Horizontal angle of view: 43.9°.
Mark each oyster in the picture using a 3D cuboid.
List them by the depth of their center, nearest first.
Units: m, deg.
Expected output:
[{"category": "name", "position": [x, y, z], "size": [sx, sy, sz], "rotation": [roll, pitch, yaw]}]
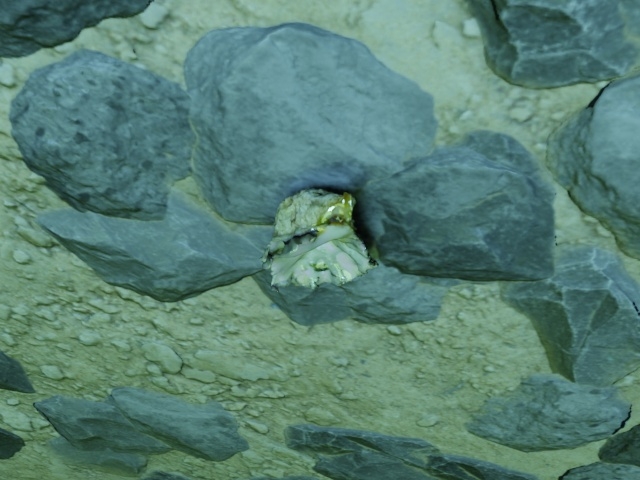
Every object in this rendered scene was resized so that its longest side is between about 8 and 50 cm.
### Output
[{"category": "oyster", "position": [-0.008, 0.003, 0.865], "size": [0.133, 0.072, 0.209], "rotation": [-6, 160, 12]}]
